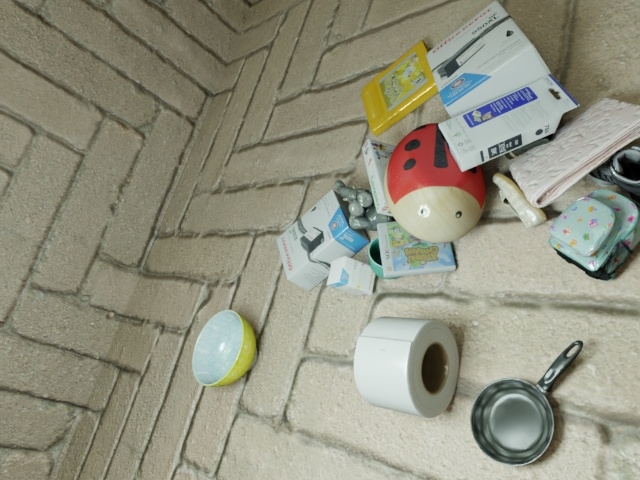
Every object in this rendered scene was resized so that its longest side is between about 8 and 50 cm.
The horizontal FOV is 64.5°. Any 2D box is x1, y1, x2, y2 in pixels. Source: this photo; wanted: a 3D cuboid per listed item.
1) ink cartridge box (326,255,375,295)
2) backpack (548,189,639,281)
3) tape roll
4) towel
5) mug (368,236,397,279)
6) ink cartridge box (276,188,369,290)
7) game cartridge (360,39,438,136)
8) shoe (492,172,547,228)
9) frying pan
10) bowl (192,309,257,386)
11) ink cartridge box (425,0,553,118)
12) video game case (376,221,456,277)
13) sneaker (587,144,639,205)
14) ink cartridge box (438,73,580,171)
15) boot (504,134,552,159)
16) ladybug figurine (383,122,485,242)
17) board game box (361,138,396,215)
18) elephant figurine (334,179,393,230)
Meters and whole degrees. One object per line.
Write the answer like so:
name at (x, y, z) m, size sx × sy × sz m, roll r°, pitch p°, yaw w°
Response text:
ink cartridge box at (0.110, 0.123, 1.671) m, size 0.090 × 0.143 × 0.092 m, roll -23°, pitch 49°, yaw 58°
backpack at (0.655, -0.026, 1.195) m, size 0.188 × 0.144 × 0.166 m, roll -48°, pitch 35°, yaw 7°
tape roll at (0.228, 0.325, 1.327) m, size 0.169 × 0.246 × 0.246 m, roll -3°, pitch 63°, yaw 44°
towel at (0.644, -0.229, 1.285) m, size 0.317 × 0.053 × 0.332 m, roll -38°, pitch 9°, yaw 22°
mug at (0.228, 0.066, 1.598) m, size 0.129 × 0.097 × 0.158 m, roll -40°, pitch 59°, yaw -19°
ink cartridge box at (0.000, 0.000, 1.861) m, size 0.307 × 0.129 × 0.223 m, roll -41°, pitch 42°, yaw 20°
game cartridge at (0.309, -0.598, 1.991) m, size 0.324 × 0.053 × 0.285 m, roll -32°, pitch 46°, yaw 26°
shoe at (0.540, -0.114, 1.418) m, size 0.058 × 0.077 × 0.219 m, roll -40°, pitch 44°, yaw 13°
frying pan at (0.475, 0.365, 1.197) m, size 0.197 × 0.053 × 0.326 m, roll 14°, pitch 74°, yaw 49°
bowl at (-0.333, 0.421, 1.912) m, size 0.290 × 0.156 × 0.289 m, roll -25°, pitch 50°, yaw 34°
ink cartridge box at (0.514, -0.542, 1.596) m, size 0.286 × 0.166 × 0.394 m, roll -32°, pitch 34°, yaw 26°
video game case at (0.288, 0.017, 1.548) m, size 0.213 × 0.023 × 0.193 m, roll -6°, pitch 55°, yaw 4°
sneaker at (0.719, -0.183, 1.217) m, size 0.101 × 0.153 × 0.268 m, roll -48°, pitch 41°, yaw 12°
ink cartridge box at (0.511, -0.323, 1.396) m, size 0.333 × 0.065 × 0.165 m, roll -23°, pitch 48°, yaw 11°
boot at (0.614, -0.332, 1.456) m, size 0.137 × 0.077 × 0.197 m, roll -17°, pitch 50°, yaw 57°
ladybug figurine at (0.344, -0.200, 1.518) m, size 0.305 × 0.161 × 0.449 m, roll 0°, pitch 52°, yaw 2°
board game box at (0.254, -0.200, 1.678) m, size 0.053 × 0.193 × 0.305 m, roll 123°, pitch 149°, yaw -44°
elephant figurine at (0.160, -0.127, 1.772) m, size 0.170 × 0.185 × 0.239 m, roll -16°, pitch 17°, yaw -2°
